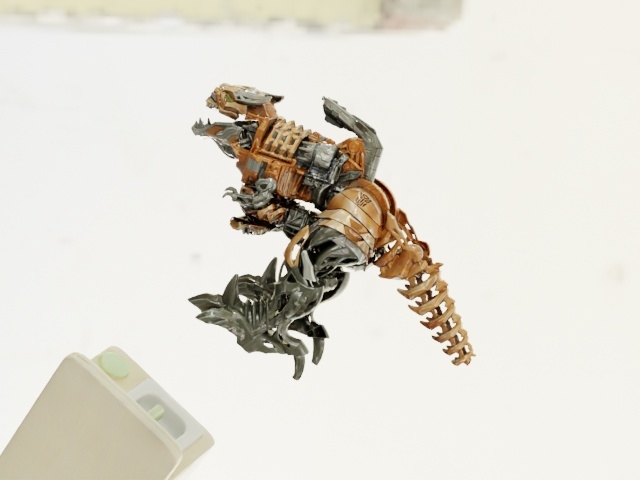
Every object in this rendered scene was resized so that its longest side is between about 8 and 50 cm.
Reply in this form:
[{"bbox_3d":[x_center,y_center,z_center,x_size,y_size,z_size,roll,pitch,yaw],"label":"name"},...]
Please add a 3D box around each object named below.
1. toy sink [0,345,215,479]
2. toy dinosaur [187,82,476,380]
[{"bbox_3d":[-0.212,0.210,1.808,0.234,0.153,0.131,-55,169,34],"label":"toy sink"},{"bbox_3d":[0.000,0.000,1.633,0.218,0.322,0.164,-51,150,15],"label":"toy dinosaur"}]
